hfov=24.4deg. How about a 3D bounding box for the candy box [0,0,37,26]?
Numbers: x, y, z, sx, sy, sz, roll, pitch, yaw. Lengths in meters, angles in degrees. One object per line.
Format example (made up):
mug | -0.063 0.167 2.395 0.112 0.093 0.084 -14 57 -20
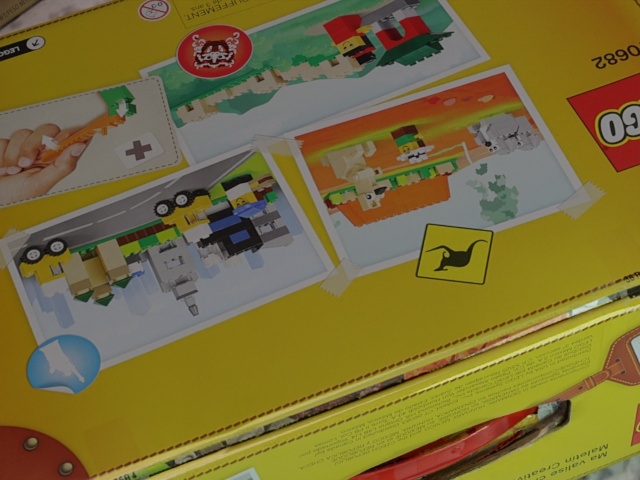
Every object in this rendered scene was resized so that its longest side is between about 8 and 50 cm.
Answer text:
candy box | -0.386 -0.217 1.260 0.316 0.183 0.087 -38 55 -14

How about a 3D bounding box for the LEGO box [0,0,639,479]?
LEGO box | 0.000 0.000 0.967 0.500 0.193 0.372 -19 53 -9
